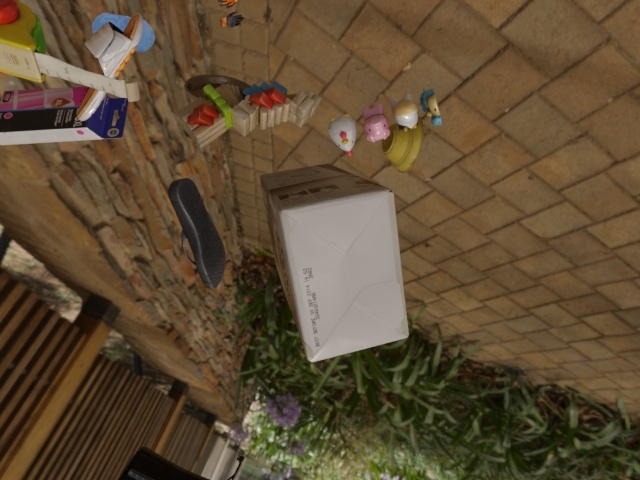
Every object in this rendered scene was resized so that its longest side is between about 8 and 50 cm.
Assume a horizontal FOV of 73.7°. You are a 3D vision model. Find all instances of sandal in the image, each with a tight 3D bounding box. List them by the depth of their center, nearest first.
[{"bbox_3d":[-0.470,-0.381,0.908,0.076,0.265,0.102,30,-174,-43],"label":"sandal"},{"bbox_3d":[-0.274,-0.014,0.943,0.054,0.097,0.254,-7,110,20],"label":"sandal"}]

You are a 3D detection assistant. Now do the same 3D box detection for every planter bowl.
[{"bbox_3d":[0.289,-0.366,1.586,0.090,0.217,0.217,8,155,-17],"label":"planter bowl"}]

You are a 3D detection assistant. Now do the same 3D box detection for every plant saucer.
[{"bbox_3d":[-0.385,-0.572,1.662,0.278,0.278,0.041,20,130,4],"label":"plant saucer"}]

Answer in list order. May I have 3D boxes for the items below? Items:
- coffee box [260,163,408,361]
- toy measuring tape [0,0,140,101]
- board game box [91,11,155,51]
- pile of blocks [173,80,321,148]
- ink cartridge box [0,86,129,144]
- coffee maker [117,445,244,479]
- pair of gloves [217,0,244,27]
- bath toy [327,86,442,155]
[{"bbox_3d":[0.000,0.000,0.563,0.119,0.297,0.168,-12,108,-9],"label":"coffee box"},{"bbox_3d":[-0.442,-0.312,0.681,0.330,0.121,0.121,14,152,-7],"label":"toy measuring tape"},{"bbox_3d":[-0.579,-0.623,1.258,0.169,0.033,0.133,-2,162,-26],"label":"board game box"},{"bbox_3d":[-0.173,-0.340,1.035,0.362,0.149,0.112,-15,169,-13],"label":"pile of blocks"},{"bbox_3d":[-0.798,-0.389,1.321,0.371,0.176,0.069,-3,152,-4],"label":"ink cartridge box"},{"bbox_3d":[-0.261,0.450,0.768,0.178,0.171,0.120,22,117,10],"label":"coffee maker"},{"bbox_3d":[-0.227,-0.589,1.090,0.010,0.074,0.083,34,141,28],"label":"pair of gloves"},{"bbox_3d":[0.194,-0.368,1.345,0.348,0.129,0.151,-15,-177,14],"label":"bath toy"}]
